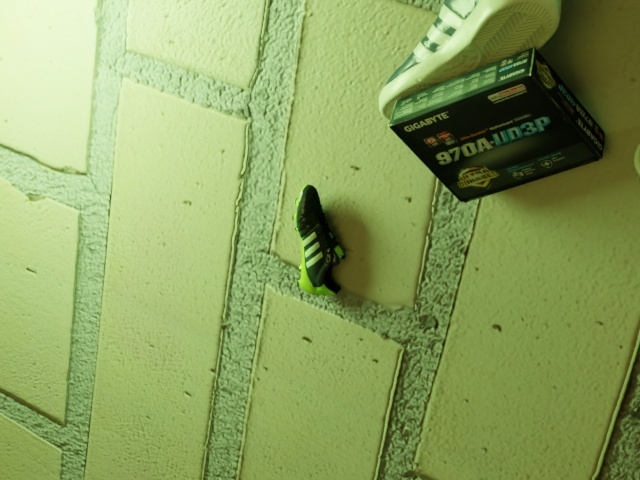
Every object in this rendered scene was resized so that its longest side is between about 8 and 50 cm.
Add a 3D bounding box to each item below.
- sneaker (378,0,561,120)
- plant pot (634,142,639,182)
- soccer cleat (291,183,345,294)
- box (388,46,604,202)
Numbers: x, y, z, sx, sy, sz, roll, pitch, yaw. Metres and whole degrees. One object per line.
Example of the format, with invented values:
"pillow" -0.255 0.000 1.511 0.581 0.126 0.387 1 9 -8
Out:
"sneaker" 0.192 -0.271 1.607 0.350 0.131 0.148 -37 43 52
"plant pot" 0.512 -0.030 1.388 0.263 0.263 0.229 -5 121 37
"soccer cleat" 0.000 0.000 1.863 0.072 0.060 0.179 7 116 24
"box" 0.228 -0.143 1.591 0.220 0.051 0.175 -17 134 38
